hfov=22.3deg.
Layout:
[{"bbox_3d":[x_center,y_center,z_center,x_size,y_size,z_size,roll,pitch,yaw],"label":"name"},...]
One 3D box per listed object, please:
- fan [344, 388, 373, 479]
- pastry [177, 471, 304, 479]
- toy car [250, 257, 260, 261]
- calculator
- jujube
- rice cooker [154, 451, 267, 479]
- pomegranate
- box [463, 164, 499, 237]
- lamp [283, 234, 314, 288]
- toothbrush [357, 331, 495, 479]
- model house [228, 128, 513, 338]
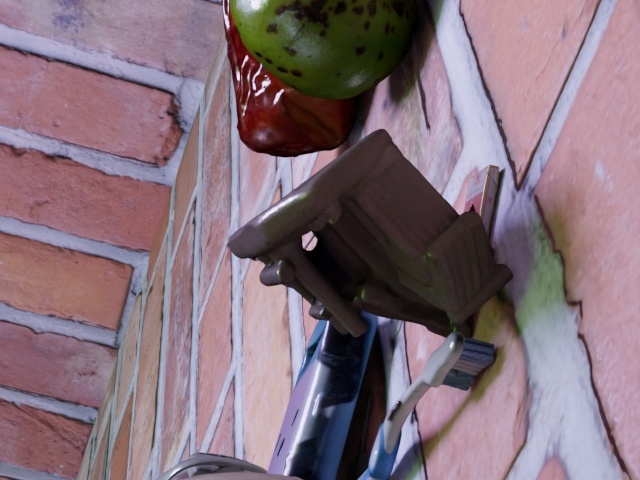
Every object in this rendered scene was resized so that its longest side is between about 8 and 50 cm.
[{"bbox_3d":[0.032,0.213,1.433,0.113,0.005,0.175,129,154,-63],"label":"fan"},{"bbox_3d":[-0.075,0.296,1.257,0.133,0.264,0.265,-108,34,-66],"label":"pastry"},{"bbox_3d":[-0.078,-0.004,2.193,0.093,0.025,0.041,125,156,-60],"label":"toy car"},{"bbox_3d":[-0.009,0.180,1.478,0.173,0.051,0.293,115,173,-66],"label":"calculator"},{"bbox_3d":[-0.024,-0.263,1.872,0.216,0.216,0.342,139,138,-70],"label":"jujube"},{"bbox_3d":[-0.126,0.322,1.711,0.206,0.145,0.127,-63,28,27],"label":"rice cooker"},{"bbox_3d":[0.025,-0.256,1.662,0.263,0.211,0.211,-19,49,34],"label":"pomegranate"},{"bbox_3d":[0.122,-0.015,1.276,0.046,0.012,0.083,141,142,-71],"label":"box"},{"bbox_3d":[0.000,-0.001,1.740,0.041,0.054,0.121,-104,31,-68],"label":"lamp"},{"bbox_3d":[0.047,0.173,1.312,0.386,0.040,0.040,121,160,-52],"label":"toothbrush"},{"bbox_3d":[0.044,0.011,1.223,0.122,0.188,0.229,-52,6,-13],"label":"model house"}]
